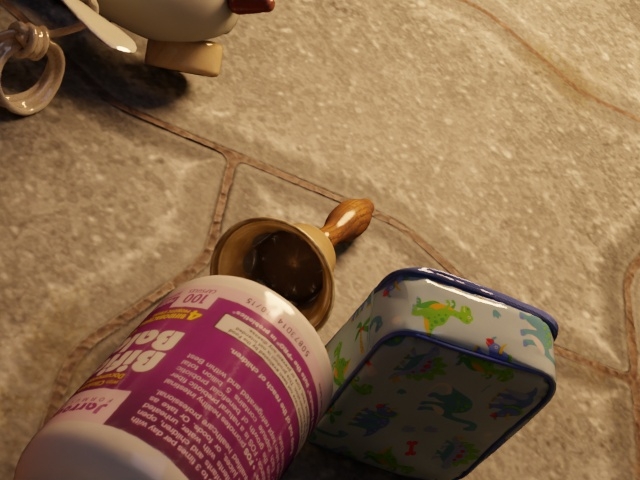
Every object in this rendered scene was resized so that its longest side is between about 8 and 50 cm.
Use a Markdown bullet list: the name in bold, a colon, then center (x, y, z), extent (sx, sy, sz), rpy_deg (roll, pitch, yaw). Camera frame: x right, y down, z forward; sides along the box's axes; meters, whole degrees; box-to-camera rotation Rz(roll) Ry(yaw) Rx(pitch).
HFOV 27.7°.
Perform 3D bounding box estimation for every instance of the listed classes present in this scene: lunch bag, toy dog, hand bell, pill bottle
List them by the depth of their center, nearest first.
- **pill bottle**: center (-0.123, 0.169, 0.978), extent (0.169, 0.169, 0.301), rpy_deg (36, 41, 3)
- **lunch bag**: center (0.094, 0.122, 1.121), extent (0.176, 0.219, 0.090), rpy_deg (19, 50, -13)
- **toy dog**: center (-0.179, -0.252, 1.288), extent (0.161, 0.220, 0.334), rpy_deg (8, 21, 43)
- **hand bell**: center (0.000, 0.000, 1.289), extent (0.126, 0.126, 0.242), rpy_deg (38, 29, 6)

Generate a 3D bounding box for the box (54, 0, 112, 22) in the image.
- **box**: center (-0.327, -0.397, 1.467), extent (0.307, 0.076, 0.242), rpy_deg (26, 41, -8)
